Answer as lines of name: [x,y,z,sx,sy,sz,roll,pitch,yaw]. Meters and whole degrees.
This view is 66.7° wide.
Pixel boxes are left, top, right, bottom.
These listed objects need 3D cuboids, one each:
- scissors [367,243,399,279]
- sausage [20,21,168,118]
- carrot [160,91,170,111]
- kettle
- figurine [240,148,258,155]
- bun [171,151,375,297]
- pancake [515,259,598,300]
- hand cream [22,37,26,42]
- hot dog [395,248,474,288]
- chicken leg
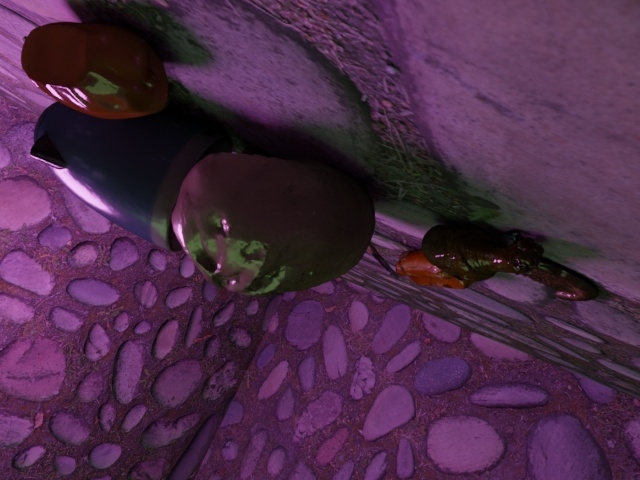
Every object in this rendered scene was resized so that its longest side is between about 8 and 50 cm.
scissors: [0.123,0.022,1.177,0.187,0.020,0.133,51,-172,29]
sausage: [-0.308,-0.233,0.672,0.241,0.120,0.136,20,-174,38]
carrot: [-0.354,-0.265,0.849,0.271,0.062,0.066,23,178,33]
kettle: [-0.371,-0.172,0.974,0.342,0.247,0.319,25,-153,3]
figurine: [-0.109,-0.135,0.979,0.129,0.054,0.072,26,162,-18]
bun: [-0.069,-0.020,0.840,0.326,0.234,0.362,1,175,21]
pancake: [0.372,0.060,0.832,0.191,0.020,0.184,23,174,24]
hand cream: [-0.543,-0.364,0.968,0.102,0.022,0.035,37,173,-39]
hot dog: [0.246,0.058,1.078,0.109,0.072,0.269,30,171,-16]
chicken leg: [0.252,0.021,0.754,0.103,0.088,0.228,41,161,-29]
